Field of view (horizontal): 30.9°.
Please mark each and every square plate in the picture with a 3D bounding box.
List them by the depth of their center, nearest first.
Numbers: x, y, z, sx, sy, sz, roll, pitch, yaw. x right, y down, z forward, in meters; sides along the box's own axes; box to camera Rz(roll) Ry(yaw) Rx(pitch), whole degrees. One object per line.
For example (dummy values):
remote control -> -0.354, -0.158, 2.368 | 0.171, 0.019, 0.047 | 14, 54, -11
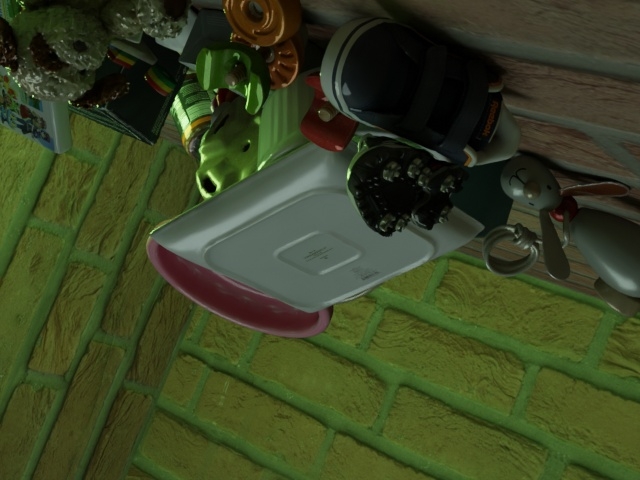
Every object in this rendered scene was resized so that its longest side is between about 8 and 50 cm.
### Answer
square plate -> 0.000, 0.000, 1.634 | 0.347, 0.049, 0.344 | -26, 143, 33

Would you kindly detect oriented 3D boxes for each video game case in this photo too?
video game case -> -0.510, -0.326, 1.790 | 0.300, 0.329, 0.036 | 26, -137, 28

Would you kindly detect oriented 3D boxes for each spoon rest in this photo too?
spoon rest -> -0.225, -0.328, 1.736 | 0.137, 0.084, 0.276 | 23, -169, 12

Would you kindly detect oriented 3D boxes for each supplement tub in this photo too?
supplement tub -> -0.231, -0.229, 2.278 | 0.106, 0.106, 0.198 | 26, -148, -48

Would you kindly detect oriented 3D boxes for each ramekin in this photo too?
ramekin -> 0.041, -0.124, 1.609 | 0.277, 0.135, 0.277 | -3, 150, -2

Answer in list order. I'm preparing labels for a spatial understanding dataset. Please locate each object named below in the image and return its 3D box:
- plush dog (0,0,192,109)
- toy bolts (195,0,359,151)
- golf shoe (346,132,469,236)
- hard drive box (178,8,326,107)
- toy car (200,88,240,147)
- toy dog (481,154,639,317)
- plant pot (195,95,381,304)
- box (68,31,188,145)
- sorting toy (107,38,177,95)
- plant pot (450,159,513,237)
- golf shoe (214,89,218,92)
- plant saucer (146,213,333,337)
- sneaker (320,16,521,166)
plush dog -> -0.338, -0.294, 1.533 | 0.262, 0.225, 0.210 | 25, 176, -42
toy bolts -> -0.007, -0.242, 1.407 | 0.228, 0.158, 0.218 | 32, 139, 14
golf shoe -> 0.074, -0.072, 1.367 | 0.120, 0.105, 0.273 | 32, -170, 21
hard drive box -> -0.059, -0.244, 1.699 | 0.232, 0.089, 0.181 | 24, 177, -40
toy car -> -0.148, -0.230, 2.139 | 0.136, 0.159, 0.182 | 60, 148, 19
toy dog -> 0.424, 0.007, 1.765 | 0.333, 0.220, 0.161 | 14, -160, -7
plant pot -> -0.034, -0.101, 1.997 | 0.305, 0.334, 0.333 | 32, 172, -40
box -> -0.422, -0.325, 2.033 | 0.296, 0.183, 0.294 | 23, 178, 10
sorting toy -> -0.329, -0.318, 1.714 | 0.274, 0.046, 0.132 | 51, -167, 20
plant pot -> 0.203, -0.092, 1.879 | 0.234, 0.166, 0.165 | 15, -177, -40
golf shoe -> -0.139, -0.247, 2.247 | 0.198, 0.094, 0.077 | 27, 176, -39
plant saucer -> -0.126, 0.046, 1.941 | 0.332, 0.084, 0.332 | 19, 155, 9
sneaker -> 0.131, -0.167, 1.339 | 0.127, 0.126, 0.321 | 24, -174, 34
